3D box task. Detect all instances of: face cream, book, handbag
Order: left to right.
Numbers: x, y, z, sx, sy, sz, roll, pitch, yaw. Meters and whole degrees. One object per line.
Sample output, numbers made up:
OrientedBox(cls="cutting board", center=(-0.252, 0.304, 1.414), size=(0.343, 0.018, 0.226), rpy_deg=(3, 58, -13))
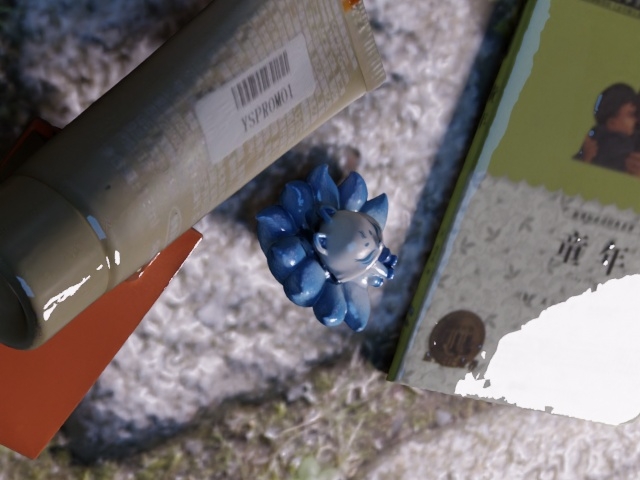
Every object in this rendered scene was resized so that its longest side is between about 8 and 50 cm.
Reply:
OrientedBox(cls="handbag", center=(-0.178, 0.031, 0.983), size=(0.127, 0.063, 0.190), rpy_deg=(33, 99, -33))
OrientedBox(cls="face cream", center=(-0.077, -0.067, 0.934), size=(0.341, 0.084, 0.137), rpy_deg=(-44, 127, -34))
OrientedBox(cls="book", center=(0.203, -0.030, 1.162), size=(0.239, 0.035, 0.352), rpy_deg=(12, 106, -28))

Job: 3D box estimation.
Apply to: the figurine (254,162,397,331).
OrientedBox(cls="figurine", center=(0.000, 0.000, 1.044), size=(0.114, 0.079, 0.114), rpy_deg=(0, 90, -42))
